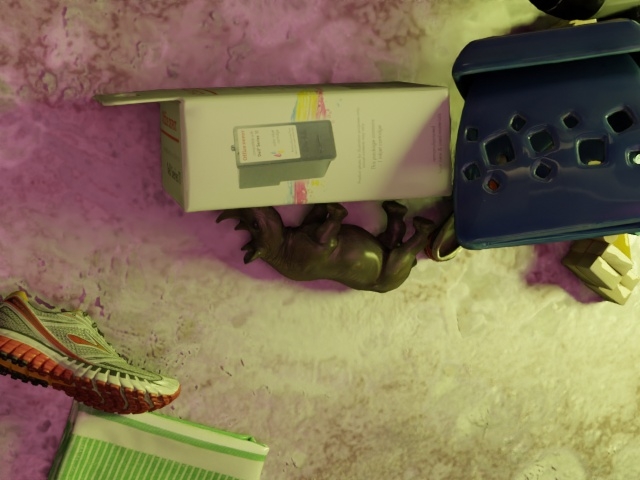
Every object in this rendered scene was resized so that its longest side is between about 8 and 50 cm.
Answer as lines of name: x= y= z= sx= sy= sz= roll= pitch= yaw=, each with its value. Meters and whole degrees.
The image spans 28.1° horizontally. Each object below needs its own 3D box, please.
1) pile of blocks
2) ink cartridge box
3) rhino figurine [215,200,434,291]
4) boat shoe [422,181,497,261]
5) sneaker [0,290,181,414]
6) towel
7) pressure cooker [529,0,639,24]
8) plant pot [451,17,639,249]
pile of blocks: x=0.347 y=-0.098 z=1.514 sx=0.149 sy=0.112 sz=0.362 roll=-16 pitch=100 yaw=-12
ink cartridge box: x=-0.058 y=-0.104 z=1.365 sx=0.353 sy=0.207 sz=0.119 roll=-3 pitch=100 yaw=-12
rhino figurine: x=0.000 y=0.000 z=1.457 sx=0.243 sy=0.073 sz=0.106 roll=10 pitch=112 yaw=-13
boat shoe: x=0.176 y=-0.028 z=1.515 sx=0.137 sy=0.043 sz=0.049 roll=-45 pitch=102 yaw=-7
sneaker: x=-0.255 y=0.121 z=1.393 sx=0.225 sy=0.088 sz=0.092 roll=24 pitch=61 yaw=-10
towel: x=-0.213 y=0.357 z=1.462 sx=0.248 sy=0.038 sz=0.325 roll=17 pitch=91 yaw=-16
pressure cooker: x=0.415 y=-0.429 z=1.333 sx=0.420 sy=0.375 sz=0.370 roll=-9 pitch=62 yaw=-6
plant pot: x=0.252 y=-0.107 z=1.354 sx=0.236 sy=0.236 sz=0.212 roll=-7 pitch=87 yaw=10
